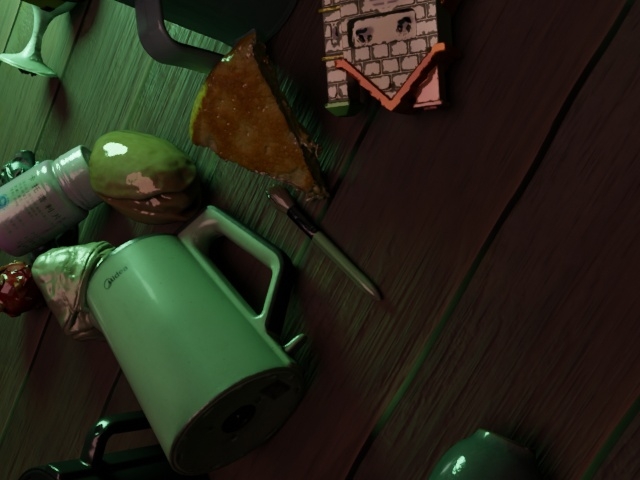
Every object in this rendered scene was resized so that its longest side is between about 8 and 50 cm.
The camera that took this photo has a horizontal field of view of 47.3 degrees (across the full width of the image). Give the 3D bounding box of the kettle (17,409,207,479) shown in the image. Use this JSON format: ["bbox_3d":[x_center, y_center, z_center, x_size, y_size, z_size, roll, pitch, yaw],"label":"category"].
[{"bbox_3d":[-0.374,0.452,1.324,0.203,0.308,0.262,-20,76,36],"label":"kettle"}]

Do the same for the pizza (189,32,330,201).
[{"bbox_3d":[-0.090,-0.174,1.240,0.288,0.075,0.280,47,138,-9],"label":"pizza"}]

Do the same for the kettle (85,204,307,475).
[{"bbox_3d":[-0.196,0.143,1.272,0.361,0.250,0.377,-45,58,4],"label":"kettle"}]

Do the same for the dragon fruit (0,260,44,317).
[{"bbox_3d":[-0.709,0.113,1.715,0.166,0.136,0.133,-33,100,28],"label":"dragon fruit"}]

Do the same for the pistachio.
[{"bbox_3d":[-0.351,-0.130,1.434,0.293,0.181,0.162,25,140,39],"label":"pistachio"}]

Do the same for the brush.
[{"bbox_3d":[0.000,0.000,1.229,0.039,0.042,0.299,-39,61,-9],"label":"brush"}]

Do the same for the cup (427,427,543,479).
[{"bbox_3d":[0.224,0.335,0.973,0.199,0.199,0.150,17,80,37],"label":"cup"}]

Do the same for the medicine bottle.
[{"bbox_3d":[-0.581,-0.087,1.559,0.254,0.152,0.152,-32,67,3],"label":"medicine bottle"}]

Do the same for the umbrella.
[{"bbox_3d":[-0.649,-0.051,1.696,0.143,0.094,0.349,-46,64,19],"label":"umbrella"}]

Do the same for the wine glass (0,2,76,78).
[{"bbox_3d":[-0.631,-0.539,1.680,0.143,0.143,0.321,30,103,34],"label":"wine glass"}]

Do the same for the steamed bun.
[{"bbox_3d":[-0.436,0.091,1.457,0.144,0.211,0.218,-29,80,23],"label":"steamed bun"}]

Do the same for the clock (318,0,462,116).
[{"bbox_3d":[0.111,-0.319,1.110,0.219,0.106,0.255,-1,95,27],"label":"clock"}]

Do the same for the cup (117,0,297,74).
[{"bbox_3d":[-0.230,-0.463,1.257,0.257,0.311,0.331,21,100,37],"label":"cup"}]

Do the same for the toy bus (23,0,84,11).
[{"bbox_3d":[-0.387,-0.449,1.087,0.262,0.150,0.128,-8,82,38],"label":"toy bus"}]
